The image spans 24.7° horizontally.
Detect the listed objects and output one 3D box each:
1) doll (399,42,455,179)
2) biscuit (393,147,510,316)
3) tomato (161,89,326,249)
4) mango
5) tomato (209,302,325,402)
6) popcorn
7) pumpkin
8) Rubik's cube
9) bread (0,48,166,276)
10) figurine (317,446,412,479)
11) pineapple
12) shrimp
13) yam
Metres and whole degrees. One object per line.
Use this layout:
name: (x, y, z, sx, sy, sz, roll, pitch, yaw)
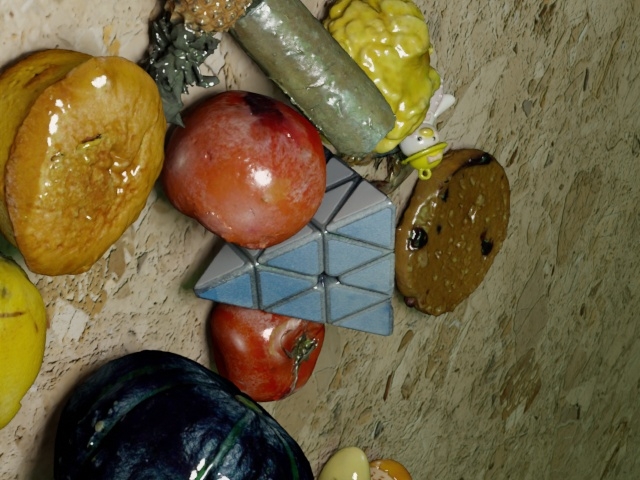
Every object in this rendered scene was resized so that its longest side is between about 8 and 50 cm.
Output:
doll: (0.144, -0.192, 2.177, 0.129, 0.081, 0.207, -3, 83, -23)
biscuit: (0.215, -0.017, 2.447, 0.296, 0.075, 0.296, -26, 127, -40)
tomato: (-0.092, -0.094, 1.856, 0.208, 0.208, 0.184, 22, 99, -57)
mango: (-0.395, 0.124, 1.669, 0.167, 0.130, 0.262, -35, 143, -27)
tomato: (-0.075, 0.138, 2.090, 0.187, 0.151, 0.187, -19, 116, -46)
popcorn: (0.063, -0.229, 2.027, 0.200, 0.226, 0.203, -18, 176, -11)
pumpkin: (-0.177, 0.308, 1.891, 0.266, 0.363, 0.363, -50, 147, 4)
Rubik's cube: (0.000, 0.001, 1.985, 0.233, 0.228, 0.228, -15, 126, -68)
bread: (-0.282, -0.097, 1.656, 0.268, 0.145, 0.268, -38, 143, -36)
figurine: (0.081, 0.479, 2.571, 0.222, 0.124, 0.325, -38, 135, -33)
pineapple: (-0.161, -0.242, 1.756, 0.119, 0.111, 0.237, 14, 106, -35)
shrimp: (0.095, -0.122, 2.233, 0.251, 0.052, 0.144, -16, 128, -49)
yam: (-0.014, -0.222, 1.876, 0.259, 0.106, 0.106, 47, 71, -26)
